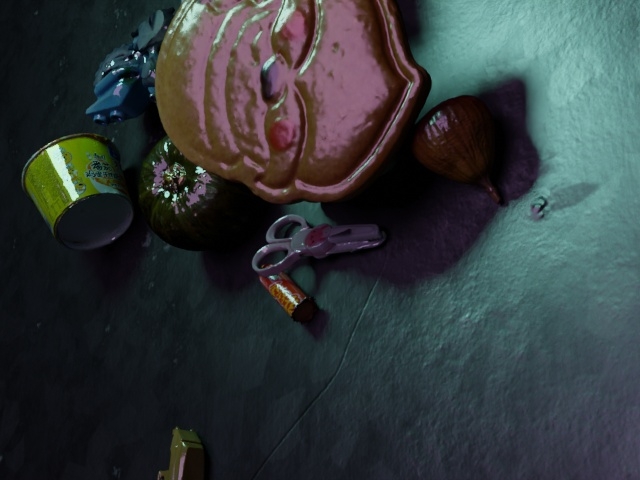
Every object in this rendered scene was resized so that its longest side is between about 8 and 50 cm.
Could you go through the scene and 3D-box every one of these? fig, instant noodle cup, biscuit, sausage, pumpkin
[{"bbox_3d":[0.203,-0.131,1.487,0.119,0.153,0.119,-57,1,1],"label":"fig"},{"bbox_3d":[-0.459,-0.085,2.089,0.205,0.205,0.153,-47,52,23],"label":"instant noodle cup"},{"bbox_3d":[-0.053,-0.228,1.569,0.455,0.078,0.350,9,95,30],"label":"biscuit"},{"bbox_3d":[-0.058,0.074,1.701,0.145,0.048,0.050,45,146,48],"label":"sausage"},{"bbox_3d":[-0.207,-0.089,1.845,0.223,0.157,0.224,-7,76,29],"label":"pumpkin"}]

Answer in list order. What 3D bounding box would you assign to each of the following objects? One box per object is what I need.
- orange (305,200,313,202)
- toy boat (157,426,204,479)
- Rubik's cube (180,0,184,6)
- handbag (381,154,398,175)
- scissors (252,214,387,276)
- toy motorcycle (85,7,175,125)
[{"bbox_3d":[-0.010,-0.098,1.701,0.083,0.070,0.083,-7,77,31],"label":"orange"},{"bbox_3d":[-0.226,0.399,1.737,0.077,0.057,0.200,-20,60,48],"label":"toy boat"},{"bbox_3d":[-0.078,-0.467,1.802,0.237,0.237,0.238,-29,56,40],"label":"Rubik's cube"},{"bbox_3d":[-0.018,-0.167,1.661,0.219,0.079,0.256,-24,50,-3],"label":"handbag"},{"bbox_3d":[0.000,0.000,1.667,0.242,0.030,0.118,-7,45,40],"label":"scissors"},{"bbox_3d":[-0.286,-0.288,1.996,0.416,0.172,0.232,-5,64,37],"label":"toy motorcycle"}]
